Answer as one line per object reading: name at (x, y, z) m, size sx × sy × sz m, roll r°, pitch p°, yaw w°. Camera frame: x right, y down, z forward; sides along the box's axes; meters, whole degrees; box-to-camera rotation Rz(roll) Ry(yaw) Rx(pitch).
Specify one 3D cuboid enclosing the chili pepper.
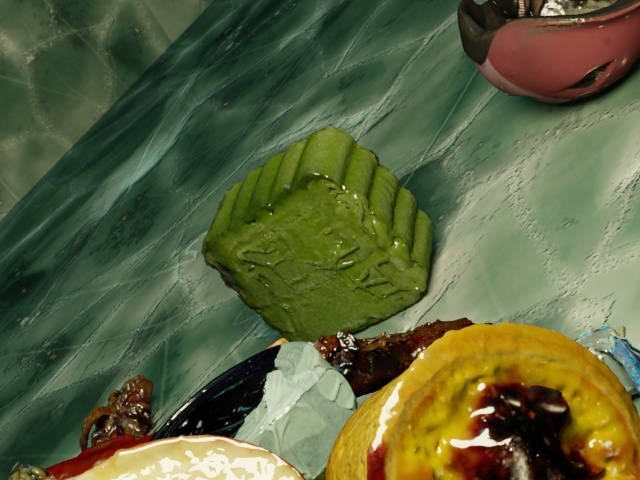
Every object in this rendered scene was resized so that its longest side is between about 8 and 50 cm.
chili pepper at (-0.250, 0.283, 1.677) m, size 0.387 × 0.110 × 0.110 m, roll -29°, pitch 24°, yaw 39°

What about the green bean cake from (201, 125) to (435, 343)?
green bean cake at (0.000, 0.000, 1.655) m, size 0.214 × 0.200 × 0.113 m, roll -27°, pitch 26°, yaw 34°

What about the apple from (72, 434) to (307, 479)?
apple at (-0.075, 0.299, 1.122) m, size 0.251 × 0.293 × 0.163 m, roll -18°, pitch -20°, yaw -1°

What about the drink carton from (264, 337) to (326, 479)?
drink carton at (-0.054, 0.246, 1.387) m, size 0.154 × 0.111 × 0.351 m, roll -37°, pitch 21°, yaw 15°

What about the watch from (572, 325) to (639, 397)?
watch at (0.164, 0.208, 1.152) m, size 0.276 × 0.068 × 0.274 m, roll -37°, pitch 26°, yaw 14°

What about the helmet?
helmet at (0.268, -0.224, 1.693) m, size 0.198 × 0.154 × 0.253 m, roll -30°, pitch 33°, yaw -24°

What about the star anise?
star anise at (-0.251, 0.234, 1.843) m, size 0.097 × 0.070 × 0.191 m, roll -34°, pitch 24°, yaw 17°

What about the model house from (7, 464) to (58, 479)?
model house at (-0.297, 0.365, 1.544) m, size 0.183 × 0.166 × 0.172 m, roll -44°, pitch 20°, yaw 31°

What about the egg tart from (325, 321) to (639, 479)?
egg tart at (0.106, 0.165, 1.014) m, size 0.215 × 0.215 × 0.171 m, roll -52°, pitch 10°, yaw -23°

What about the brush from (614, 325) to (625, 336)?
brush at (0.226, 0.095, 1.321) m, size 0.083 × 0.013 × 0.016 m, roll -31°, pitch 21°, yaw 25°

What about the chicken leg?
chicken leg at (0.051, 0.112, 1.431) m, size 0.233 × 0.063 × 0.105 m, roll -6°, pitch -12°, yaw -38°

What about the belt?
belt at (-0.061, 0.166, 1.302) m, size 0.198 × 0.078 × 0.151 m, roll -32°, pitch 21°, yaw 18°
